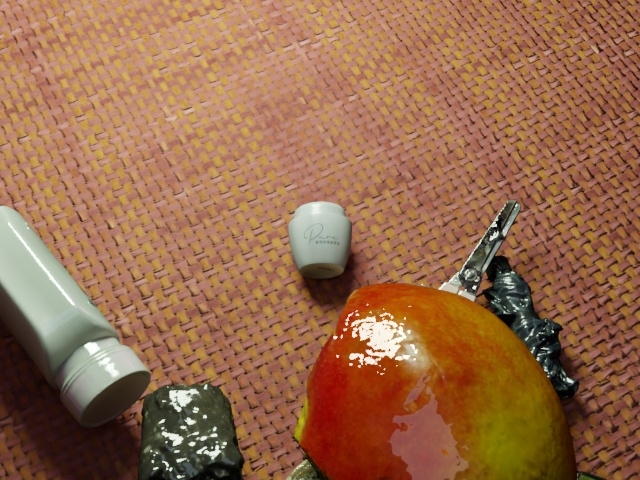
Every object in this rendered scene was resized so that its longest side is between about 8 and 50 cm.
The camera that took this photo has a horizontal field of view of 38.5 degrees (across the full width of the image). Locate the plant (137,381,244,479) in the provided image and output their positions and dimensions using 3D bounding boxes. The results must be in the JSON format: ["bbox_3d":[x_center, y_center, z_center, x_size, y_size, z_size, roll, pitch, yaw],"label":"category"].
[{"bbox_3d":[-0.157,0.277,1.106,0.129,0.132,0.194,-8,60,-10],"label":"plant"}]

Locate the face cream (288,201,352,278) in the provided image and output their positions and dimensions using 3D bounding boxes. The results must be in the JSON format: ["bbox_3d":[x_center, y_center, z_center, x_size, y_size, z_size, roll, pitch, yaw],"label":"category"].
[{"bbox_3d":[0.000,0.000,1.298,0.091,0.091,0.095,0,68,-3],"label":"face cream"}]

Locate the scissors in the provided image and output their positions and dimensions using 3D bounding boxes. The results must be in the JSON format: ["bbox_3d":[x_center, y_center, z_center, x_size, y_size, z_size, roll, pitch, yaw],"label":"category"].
[{"bbox_3d":[0.193,0.069,1.268,0.160,0.024,0.317,28,74,19],"label":"scissors"}]

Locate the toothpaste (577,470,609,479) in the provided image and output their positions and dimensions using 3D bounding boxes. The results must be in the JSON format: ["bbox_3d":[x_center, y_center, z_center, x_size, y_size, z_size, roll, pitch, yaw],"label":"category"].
[{"bbox_3d":[0.447,0.389,1.099,0.328,0.077,0.110,17,63,8],"label":"toothpaste"}]

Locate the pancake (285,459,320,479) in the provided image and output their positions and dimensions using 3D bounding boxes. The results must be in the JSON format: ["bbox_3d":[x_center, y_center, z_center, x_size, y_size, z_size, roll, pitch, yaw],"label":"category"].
[{"bbox_3d":[0.011,0.339,1.139,0.152,0.025,0.151,1,61,-2],"label":"pancake"}]

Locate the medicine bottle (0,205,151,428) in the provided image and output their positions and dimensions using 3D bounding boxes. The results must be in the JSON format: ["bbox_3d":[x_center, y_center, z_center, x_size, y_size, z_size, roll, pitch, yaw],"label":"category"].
[{"bbox_3d":[-0.347,0.099,1.184,0.111,0.161,0.296,-35,66,-18],"label":"medicine bottle"}]

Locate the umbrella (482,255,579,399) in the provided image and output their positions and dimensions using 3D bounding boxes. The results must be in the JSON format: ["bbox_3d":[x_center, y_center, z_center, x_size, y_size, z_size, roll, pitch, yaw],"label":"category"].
[{"bbox_3d":[0.285,0.114,1.259,0.080,0.071,0.224,5,50,-32],"label":"umbrella"}]

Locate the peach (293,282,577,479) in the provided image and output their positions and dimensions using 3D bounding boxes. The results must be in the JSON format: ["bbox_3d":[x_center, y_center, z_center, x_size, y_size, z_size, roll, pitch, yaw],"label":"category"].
[{"bbox_3d":[0.136,0.211,1.077,0.306,0.242,0.380,-37,67,-17],"label":"peach"}]
